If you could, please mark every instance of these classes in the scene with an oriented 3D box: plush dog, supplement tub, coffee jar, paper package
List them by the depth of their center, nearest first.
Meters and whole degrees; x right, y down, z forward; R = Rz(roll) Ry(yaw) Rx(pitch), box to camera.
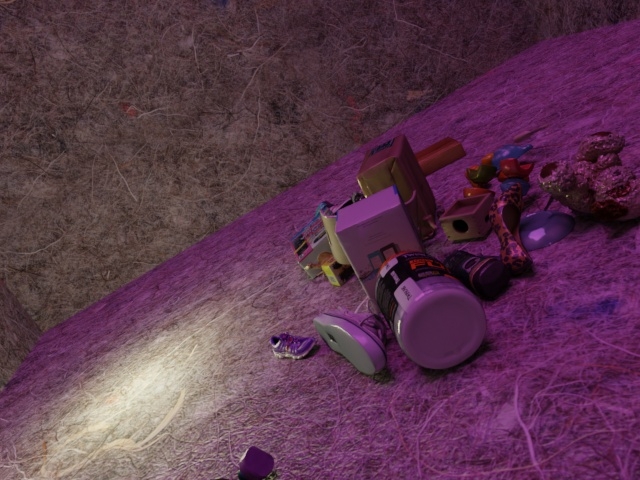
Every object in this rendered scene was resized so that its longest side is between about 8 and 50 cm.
[{"bbox_3d":[0.237,0.143,1.243,0.193,0.194,0.316,-29,18,1],"label":"supplement tub"},{"bbox_3d":[0.704,-0.122,1.329,0.262,0.211,0.225,-31,36,-15],"label":"plush dog"},{"bbox_3d":[0.390,0.083,1.355,0.096,0.079,0.184,-40,18,-11],"label":"coffee jar"},{"bbox_3d":[0.276,-0.181,1.895,0.168,0.310,0.325,-22,18,22],"label":"paper package"}]

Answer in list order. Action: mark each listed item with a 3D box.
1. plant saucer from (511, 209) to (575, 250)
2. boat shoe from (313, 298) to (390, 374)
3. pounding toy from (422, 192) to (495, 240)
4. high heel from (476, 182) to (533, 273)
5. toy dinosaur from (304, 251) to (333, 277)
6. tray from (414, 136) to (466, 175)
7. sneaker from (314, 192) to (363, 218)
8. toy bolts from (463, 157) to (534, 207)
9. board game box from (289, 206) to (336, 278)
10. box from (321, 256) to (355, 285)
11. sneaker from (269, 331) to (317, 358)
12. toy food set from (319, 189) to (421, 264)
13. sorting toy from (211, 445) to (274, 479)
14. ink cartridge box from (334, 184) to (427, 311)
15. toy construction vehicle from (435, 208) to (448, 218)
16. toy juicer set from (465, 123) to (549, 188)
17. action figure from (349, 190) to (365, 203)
[{"bbox_3d":[0.587,-0.038,1.458,0.194,0.038,0.195,-26,18,9],"label":"plant saucer"},{"bbox_3d":[0.110,0.225,1.354,0.156,0.136,0.367,-31,7,-15],"label":"boat shoe"},{"bbox_3d":[0.418,-0.049,1.656,0.206,0.094,0.181,-9,26,48],"label":"pounding toy"},{"bbox_3d":[0.512,-0.036,1.372,0.262,0.093,0.186,-66,20,-8],"label":"high heel"},{"bbox_3d":[0.035,0.075,1.921,0.183,0.093,0.053,-32,18,-8],"label":"toy dinosaur"},{"bbox_3d":[0.447,-0.345,2.481,0.410,0.076,0.203,-27,18,6],"label":"tray"},{"bbox_3d":[0.092,-0.134,2.387,0.295,0.124,0.178,-31,27,-2],"label":"sneaker"},{"bbox_3d":[0.592,-0.155,1.702,0.218,0.159,0.228,8,-5,-18],"label":"toy bolts"},{"bbox_3d":[0.000,0.000,2.105,0.224,0.097,0.303,-43,16,3],"label":"board game box"},{"bbox_3d":[0.117,0.056,1.861,0.232,0.087,0.058,-39,18,-25],"label":"box"},{"bbox_3d":[-0.084,0.296,1.530,0.169,0.071,0.068,-15,22,38],"label":"sneaker"},{"bbox_3d":[0.166,-0.044,1.711,0.305,0.220,0.093,-10,44,7],"label":"toy food set"},{"bbox_3d":[-0.219,0.558,1.018,0.126,0.127,0.365,-54,-5,39],"label":"sorting toy"},{"bbox_3d":[0.187,0.020,1.536,0.197,0.270,0.198,-24,18,12],"label":"ink cartridge box"},{"bbox_3d":[0.446,-0.092,1.849,0.098,0.035,0.086,-19,9,23],"label":"toy construction vehicle"},{"bbox_3d":[0.685,-0.302,1.979,0.328,0.090,0.209,-35,3,9],"label":"toy juicer set"},{"bbox_3d":[0.196,-0.100,2.060,0.099,0.185,0.285,-55,20,30],"label":"action figure"}]
